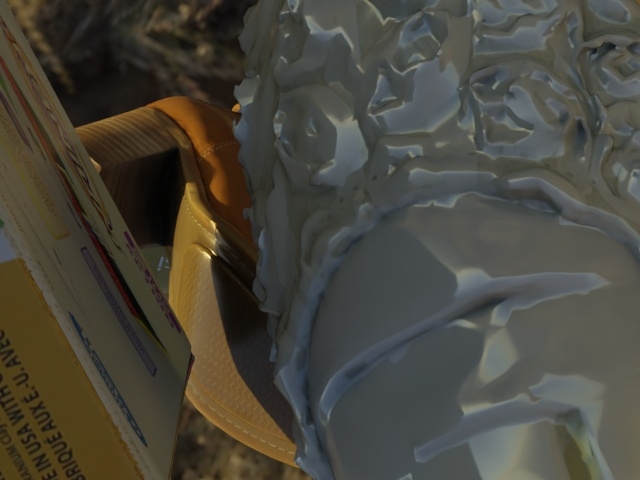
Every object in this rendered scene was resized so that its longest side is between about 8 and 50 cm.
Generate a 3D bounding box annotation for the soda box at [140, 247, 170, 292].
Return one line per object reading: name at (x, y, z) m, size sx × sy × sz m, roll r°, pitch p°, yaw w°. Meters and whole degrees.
soda box at (-0.057, -0.004, 1.169) m, size 0.181 × 0.061 × 0.058 m, roll 5°, pitch 137°, yaw -17°

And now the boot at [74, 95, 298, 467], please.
boot at (0.000, 0.000, 0.715) m, size 0.197 × 0.152 × 0.073 m, roll 45°, pitch 131°, yaw 31°

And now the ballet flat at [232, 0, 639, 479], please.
ballet flat at (0.081, 0.107, 0.459) m, size 0.147 × 0.147 × 0.409 m, roll -19°, pitch 95°, yaw 35°

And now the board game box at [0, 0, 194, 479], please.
board game box at (-0.118, -0.043, 0.485) m, size 0.064 × 0.316 × 0.242 m, roll -28°, pitch 92°, yaw -2°
